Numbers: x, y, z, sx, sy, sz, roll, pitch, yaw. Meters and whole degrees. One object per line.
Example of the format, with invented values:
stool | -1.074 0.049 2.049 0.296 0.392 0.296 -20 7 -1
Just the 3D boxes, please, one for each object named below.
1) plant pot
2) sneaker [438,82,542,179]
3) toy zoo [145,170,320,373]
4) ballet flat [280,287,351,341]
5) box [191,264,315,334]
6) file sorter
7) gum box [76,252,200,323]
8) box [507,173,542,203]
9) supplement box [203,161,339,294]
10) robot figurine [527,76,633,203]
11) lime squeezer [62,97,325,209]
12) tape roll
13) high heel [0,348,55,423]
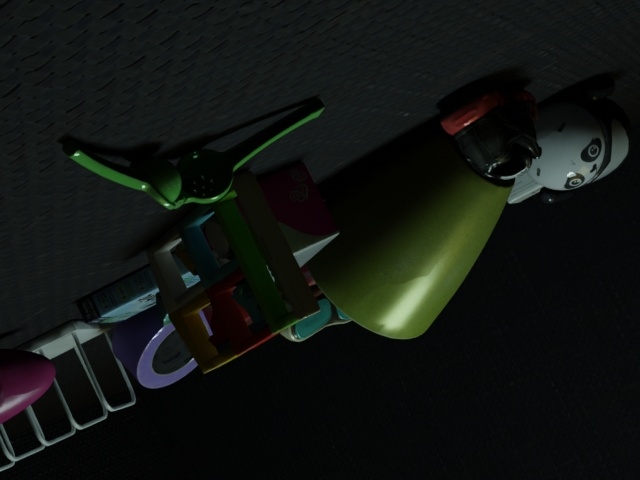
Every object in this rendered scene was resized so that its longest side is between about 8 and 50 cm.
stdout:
plant pot | 0.159 -0.040 1.462 0.275 0.274 0.293 -18 154 -53
sneaker | 0.268 -0.154 1.350 0.098 0.135 0.276 -32 173 28
toy zoo | -0.133 0.056 1.194 0.030 0.192 0.293 -21 171 -42
ballet flat | 0.000 0.112 1.600 0.086 0.086 0.248 -31 169 40
box | -0.091 0.054 1.627 0.257 0.128 0.123 -29 172 22
file sorter | -0.495 0.277 1.642 0.278 0.173 0.193 -27 174 2
gum box | -0.274 0.075 1.472 0.184 0.041 0.157 -27 174 5
box | 0.500 -0.178 2.143 0.181 0.119 0.182 -28 174 19
supplement box | -0.075 -0.008 1.271 0.114 0.111 0.220 -24 174 -21
robot figurine | 0.496 -0.190 1.776 0.174 0.209 0.278 -15 -177 39
lime squeezer | -0.121 -0.068 0.857 0.110 0.058 0.310 -31 171 41
tape roll | -0.280 0.173 1.688 0.189 0.080 0.189 -36 150 -25
high heel | -0.529 0.229 1.266 0.377 0.127 0.181 -18 -179 -34
